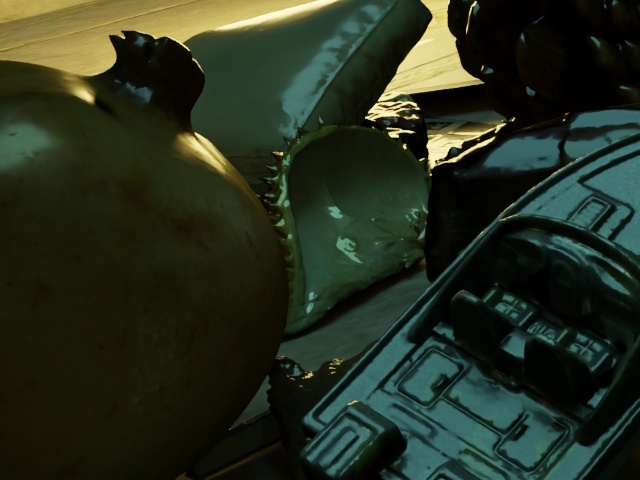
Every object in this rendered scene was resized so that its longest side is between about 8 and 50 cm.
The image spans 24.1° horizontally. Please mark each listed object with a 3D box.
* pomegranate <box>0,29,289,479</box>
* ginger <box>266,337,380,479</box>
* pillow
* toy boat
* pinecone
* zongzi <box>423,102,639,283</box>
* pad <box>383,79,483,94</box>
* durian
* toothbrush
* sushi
[{"bbox_3d":[-0.168,0.037,0.847,0.307,0.307,0.307,-8,18,2],"label":"pomegranate"},{"bbox_3d":[0.111,0.072,0.884,0.290,0.084,0.122,-17,34,1],"label":"ginger"},{"bbox_3d":[-0.068,-0.130,1.412,0.322,0.120,0.255,-5,39,48],"label":"pillow"},{"bbox_3d":[0.130,0.038,0.791,0.141,0.092,0.319,30,64,34],"label":"toy boat"},{"bbox_3d":[0.275,-0.240,1.387,0.384,0.384,0.384,-8,18,2],"label":"pinecone"},{"bbox_3d":[0.237,-0.025,1.066,0.289,0.154,0.317,3,5,17],"label":"zongzi"},{"bbox_3d":[0.166,-0.181,1.736,0.243,0.004,0.163,-7,7,2],"label":"pad"},{"bbox_3d":[0.000,0.000,1.191,0.139,0.144,0.252,44,36,21],"label":"durian"},{"bbox_3d":[0.030,0.090,0.966,0.294,0.026,0.028,-23,4,-38],"label":"toothbrush"},{"bbox_3d":[0.041,-0.107,1.508,0.339,0.068,0.320,-21,22,-35],"label":"sushi"}]
